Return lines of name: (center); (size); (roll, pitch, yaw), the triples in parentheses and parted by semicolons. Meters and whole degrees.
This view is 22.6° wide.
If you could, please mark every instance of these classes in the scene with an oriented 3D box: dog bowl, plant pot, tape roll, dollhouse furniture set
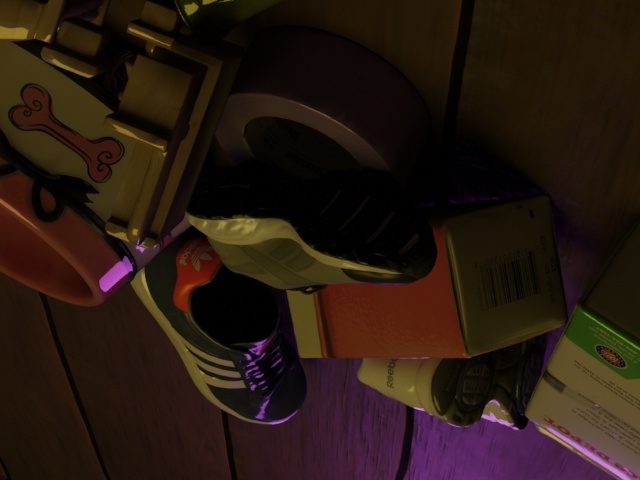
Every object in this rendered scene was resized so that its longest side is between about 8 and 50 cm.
dog bowl: (-0.333, -0.080, 1.689); (0.408, 0.150, 0.408); (29, 163, 10)
plant pot: (-0.068, -0.215, 1.328); (0.079, 0.083, 0.083); (-10, 138, 36)
tape roll: (0.001, -0.104, 1.463); (0.189, 0.080, 0.189); (22, 156, 10)
dollhouse furniture set: (-0.267, -0.141, 1.355); (0.355, 0.174, 0.303); (22, -166, 2)

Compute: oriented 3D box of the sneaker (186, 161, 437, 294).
sneaker: (0.000, 0.000, 1.438); (0.271, 0.100, 0.108); (12, 138, 43)

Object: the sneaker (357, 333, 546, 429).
sneaker: (0.147, 0.131, 1.671); (0.129, 0.111, 0.297); (12, 178, 30)

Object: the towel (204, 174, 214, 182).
towel: (-0.045, -0.008, 1.682); (0.144, 0.029, 0.197); (38, -178, -21)

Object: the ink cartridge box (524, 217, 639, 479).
ink cartridge box: (0.329, 0.132, 1.516); (0.211, 0.121, 0.289); (33, 157, 11)

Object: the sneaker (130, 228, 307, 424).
sneaker: (-0.089, 0.119, 1.927); (0.148, 0.131, 0.350); (11, 151, 41)

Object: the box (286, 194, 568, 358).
box: (0.094, 0.036, 1.514); (0.232, 0.148, 0.127); (-5, 97, 49)

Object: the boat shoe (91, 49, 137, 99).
boat shoe: (-0.210, -0.161, 1.594); (0.048, 0.056, 0.153); (35, 162, -27)
